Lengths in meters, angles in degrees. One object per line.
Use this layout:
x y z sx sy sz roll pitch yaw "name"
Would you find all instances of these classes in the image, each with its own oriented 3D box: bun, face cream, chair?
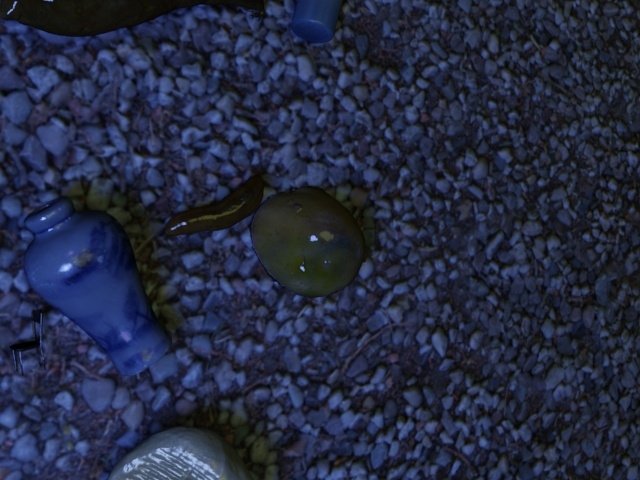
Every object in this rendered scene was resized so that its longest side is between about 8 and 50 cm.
-0.195 0.382 1.031 0.229 0.145 0.229 -1 82 5 "bun"
0.015 -0.464 1.216 0.077 0.077 0.250 19 78 -27 "face cream"
-0.400 0.139 0.981 0.042 0.037 0.086 -4 93 -40 "chair"

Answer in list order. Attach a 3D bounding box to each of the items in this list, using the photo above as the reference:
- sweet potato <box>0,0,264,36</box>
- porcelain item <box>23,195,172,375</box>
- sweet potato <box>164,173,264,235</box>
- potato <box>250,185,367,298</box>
-0.254 -0.371 1.043 0.422 0.130 0.130 -19 97 -37 "sweet potato"
-0.307 0.063 0.988 0.141 0.141 0.259 -37 114 -25 "porcelain item"
-0.156 -0.042 1.118 0.182 0.053 0.054 -28 140 -24 "sweet potato"
0.000 0.000 1.169 0.202 0.117 0.182 47 71 -20 "potato"
